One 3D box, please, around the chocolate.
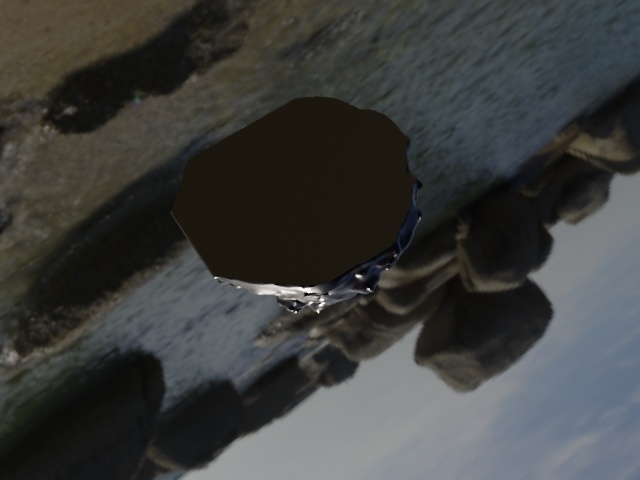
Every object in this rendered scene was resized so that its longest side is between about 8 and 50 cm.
[{"bbox_3d":[0.000,0.000,0.907,0.224,0.206,0.177,-32,147,-10],"label":"chocolate"}]
